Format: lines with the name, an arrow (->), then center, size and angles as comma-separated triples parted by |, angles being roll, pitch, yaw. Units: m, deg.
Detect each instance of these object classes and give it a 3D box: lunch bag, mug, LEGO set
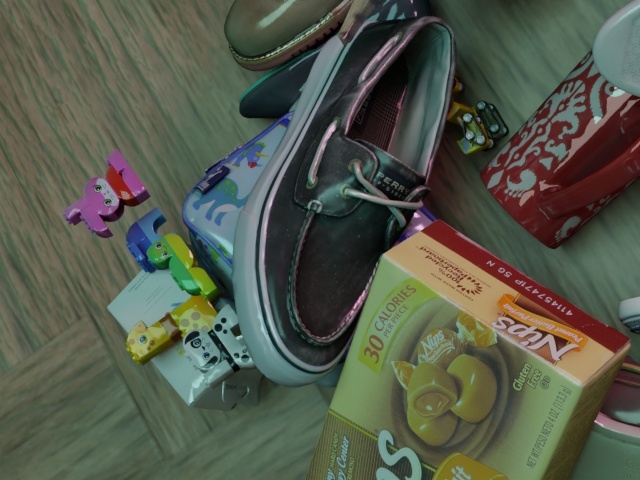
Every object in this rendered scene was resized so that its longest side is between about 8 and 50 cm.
lunch bag -> 0.000, 0.000, 1.337 | 0.176, 0.090, 0.219 | -37, 69, -15
mug -> 0.215, -0.082, 1.253 | 0.169, 0.150, 0.113 | -45, 79, 16
LEGO set -> -0.141, 0.047, 1.310 | 0.093, 0.087, 0.227 | -36, 71, -5

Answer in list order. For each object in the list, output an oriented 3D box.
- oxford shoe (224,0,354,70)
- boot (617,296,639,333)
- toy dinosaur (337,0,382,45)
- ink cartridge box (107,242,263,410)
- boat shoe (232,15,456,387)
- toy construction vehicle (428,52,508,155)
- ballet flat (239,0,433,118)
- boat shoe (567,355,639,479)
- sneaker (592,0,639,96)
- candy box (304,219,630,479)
oxford shoe -> 0.013, -0.309, 1.350 | 0.348, 0.130, 0.123 | -53, 45, 2
boot -> 0.331, 0.086, 1.221 | 0.190, 0.069, 0.086 | -2, 80, 21
toy dinosaur -> 0.106, -0.243, 1.284 | 0.268, 0.064, 0.118 | -21, 53, -23
ink cartridge box -> -0.102, 0.084, 1.390 | 0.090, 0.092, 0.143 | -46, 70, 9
boat shoe -> 0.025, -0.048, 1.221 | 0.119, 0.121, 0.335 | -18, 50, 49
toy construction vehicle -> 0.121, -0.111, 1.325 | 0.035, 0.086, 0.098 | -36, 72, 22
ballet flat -> 0.019, -0.153, 1.382 | 0.203, 0.074, 0.074 | -35, 72, 13
boat shoe -> 0.237, 0.145, 1.240 | 0.324, 0.097, 0.117 | 16, 133, 29
sneaker -> 0.348, -0.189, 1.195 | 0.295, 0.147, 0.105 | -17, 111, 5
candy box -> 0.099, 0.164, 1.221 | 0.183, 0.087, 0.316 | 34, 129, 23
